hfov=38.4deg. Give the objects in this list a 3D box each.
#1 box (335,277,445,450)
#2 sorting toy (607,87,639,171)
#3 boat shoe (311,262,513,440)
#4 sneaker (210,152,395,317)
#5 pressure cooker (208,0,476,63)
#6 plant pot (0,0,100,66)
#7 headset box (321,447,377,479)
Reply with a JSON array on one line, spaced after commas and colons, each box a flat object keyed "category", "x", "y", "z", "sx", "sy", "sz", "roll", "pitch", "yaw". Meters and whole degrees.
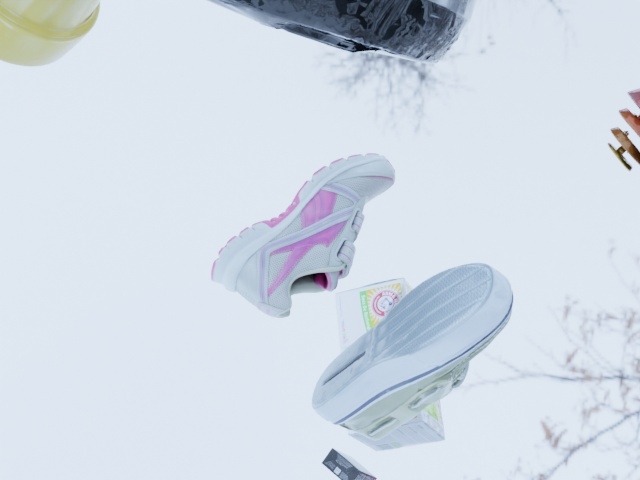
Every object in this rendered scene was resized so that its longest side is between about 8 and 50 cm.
[{"category": "box", "x": 0.094, "y": 0.168, "z": 1.248, "sx": 0.103, "sy": 0.114, "sz": 0.203, "roll": -14, "pitch": -118, "yaw": 18}, {"category": "sorting toy", "x": 0.175, "y": -0.040, "z": 0.469, "sx": 0.042, "sy": 0.061, "sz": 0.102, "roll": -41, "pitch": -164, "yaw": 19}, {"category": "boat shoe", "x": 0.108, "y": 0.124, "z": 0.982, "sx": 0.094, "sy": 0.302, "sz": 0.109, "roll": 33, "pitch": -134, "yaw": -17}, {"category": "sneaker", "x": 0.000, "y": 0.000, "z": 1.061, "sx": 0.252, "sy": 0.103, "sz": 0.111, "roll": -40, "pitch": -103, "yaw": -15}, {"category": "pressure cooker", "x": -0.005, "y": -0.369, "z": 0.665, "sx": 0.369, "sy": 0.421, "sz": 0.375, "roll": 12, "pitch": -167, "yaw": -20}, {"category": "plant pot", "x": -0.388, "y": -0.410, "z": 1.281, "sx": 0.239, "sy": 0.254, "sz": 0.254, "roll": -30, "pitch": -169, "yaw": 34}, {"category": "headset box", "x": 0.048, "y": 0.367, "z": 1.462, "sx": 0.062, "sy": 0.083, "sz": 0.032, "roll": 34, "pitch": -93, "yaw": 35}]
